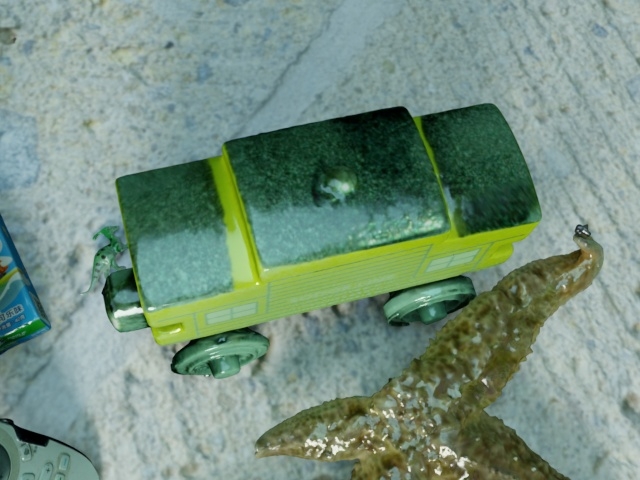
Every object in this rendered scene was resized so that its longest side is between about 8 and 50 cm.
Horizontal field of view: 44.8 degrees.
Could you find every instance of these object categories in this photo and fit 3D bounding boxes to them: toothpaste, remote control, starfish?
[{"bbox_3d":[-0.380,-0.007,0.849,0.065,0.050,0.267,-27,74,-11],"label":"toothpaste"},{"bbox_3d":[-0.306,0.209,0.706,0.045,0.256,0.097,-4,60,37],"label":"remote control"},{"bbox_3d":[0.159,0.217,0.777,0.432,0.082,0.324,-26,88,-12],"label":"starfish"}]

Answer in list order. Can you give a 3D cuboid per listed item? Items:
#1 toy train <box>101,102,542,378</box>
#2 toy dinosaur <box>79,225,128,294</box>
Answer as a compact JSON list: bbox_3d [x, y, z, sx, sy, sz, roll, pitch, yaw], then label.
[{"bbox_3d":[0.000,0.000,0.769,0.442,0.272,0.179,-13,69,-11],"label":"toy train"},{"bbox_3d":[-0.245,0.018,0.870,0.083,0.021,0.062,-30,69,-19],"label":"toy dinosaur"}]
